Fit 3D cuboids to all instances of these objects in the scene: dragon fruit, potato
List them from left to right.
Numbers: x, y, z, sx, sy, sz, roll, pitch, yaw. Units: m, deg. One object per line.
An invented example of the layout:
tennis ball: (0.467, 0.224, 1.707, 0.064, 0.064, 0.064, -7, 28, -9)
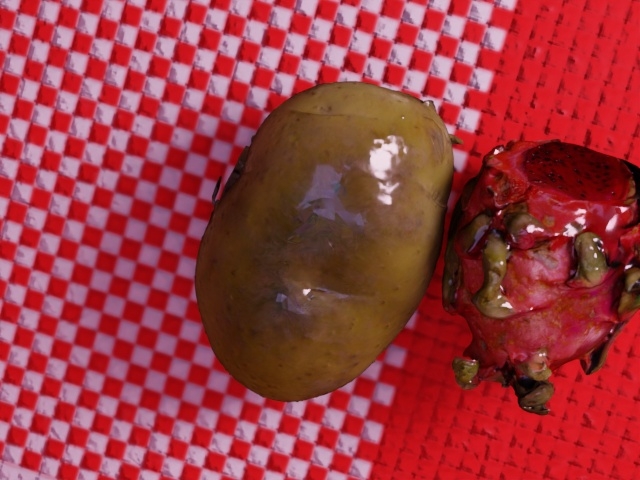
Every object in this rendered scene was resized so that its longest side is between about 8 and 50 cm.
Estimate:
potato: (0.000, 0.000, 1.363, 0.169, 0.143, 0.248, 21, 110, 1)
dragon fruit: (0.160, 0.027, 1.332, 0.166, 0.160, 0.172, 42, 137, 41)
